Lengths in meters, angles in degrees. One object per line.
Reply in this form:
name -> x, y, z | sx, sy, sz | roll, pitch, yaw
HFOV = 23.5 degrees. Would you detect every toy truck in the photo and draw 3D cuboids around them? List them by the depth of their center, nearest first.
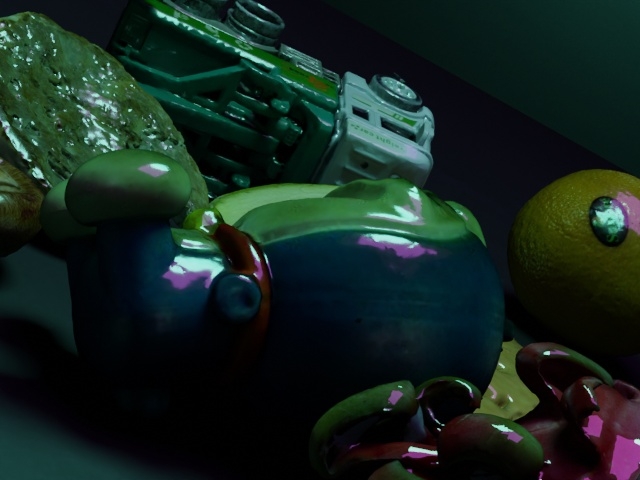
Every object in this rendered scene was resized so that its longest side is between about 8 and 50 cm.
toy truck -> -0.065, -0.118, 1.497 | 0.363, 0.176, 0.178 | 22, 24, -16

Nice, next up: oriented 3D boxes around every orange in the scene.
orange -> 0.294, 0.024, 1.597 | 0.206, 0.206, 0.206 | 26, 15, -7

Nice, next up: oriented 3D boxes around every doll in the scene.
doll -> -0.018, 0.046, 0.981 | 0.321, 0.186, 0.198 | 5, -10, -18

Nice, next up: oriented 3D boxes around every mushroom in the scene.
mushroom -> -0.240, -0.036, 1.029 | 0.127, 0.087, 0.127 | 24, 19, -9

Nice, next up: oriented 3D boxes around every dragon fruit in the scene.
dragon fruit -> 0.151, 0.157, 0.872 | 0.273, 0.198, 0.218 | 35, 35, -31

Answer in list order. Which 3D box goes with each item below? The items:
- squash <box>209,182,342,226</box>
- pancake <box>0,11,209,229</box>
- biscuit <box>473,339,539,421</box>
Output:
squash -> 0.001, -0.005, 1.311 | 0.219, 0.041, 0.219 | 6, 19, -2
pancake -> -0.187, -0.082, 1.224 | 0.253, 0.037, 0.254 | 37, 28, -24
biscuit -> 0.103, 0.084, 1.317 | 0.275, 0.052, 0.355 | 21, 17, -26
